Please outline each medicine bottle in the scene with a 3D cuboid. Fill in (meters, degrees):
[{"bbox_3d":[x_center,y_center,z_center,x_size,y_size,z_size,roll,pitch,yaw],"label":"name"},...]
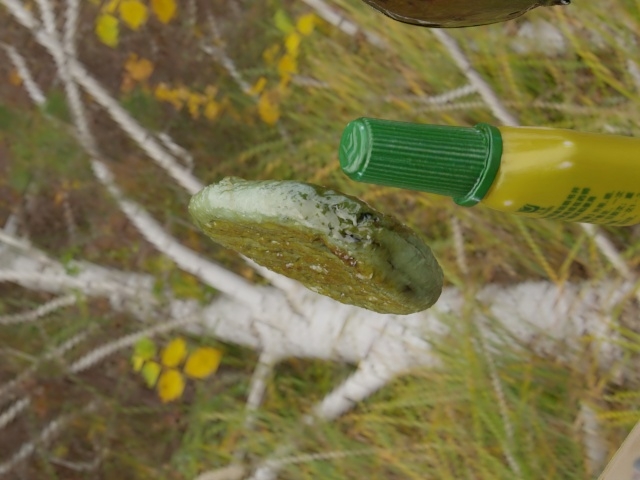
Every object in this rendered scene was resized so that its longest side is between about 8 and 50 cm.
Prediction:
[{"bbox_3d":[0.163,-0.062,1.325,0.111,0.309,0.076,134,135,-54],"label":"medicine bottle"}]

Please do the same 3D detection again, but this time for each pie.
[{"bbox_3d":[0.000,0.000,1.577,0.277,0.277,0.078,9,71,51],"label":"pie"}]

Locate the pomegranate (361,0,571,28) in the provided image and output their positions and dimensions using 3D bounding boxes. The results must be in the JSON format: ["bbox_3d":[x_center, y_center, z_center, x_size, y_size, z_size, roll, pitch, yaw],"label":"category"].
[{"bbox_3d":[0.060,-0.194,0.726,0.159,0.159,0.205,-42,73,26],"label":"pomegranate"}]

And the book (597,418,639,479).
[{"bbox_3d":[0.194,0.219,0.595,0.295,0.020,0.208,35,91,35],"label":"book"}]
